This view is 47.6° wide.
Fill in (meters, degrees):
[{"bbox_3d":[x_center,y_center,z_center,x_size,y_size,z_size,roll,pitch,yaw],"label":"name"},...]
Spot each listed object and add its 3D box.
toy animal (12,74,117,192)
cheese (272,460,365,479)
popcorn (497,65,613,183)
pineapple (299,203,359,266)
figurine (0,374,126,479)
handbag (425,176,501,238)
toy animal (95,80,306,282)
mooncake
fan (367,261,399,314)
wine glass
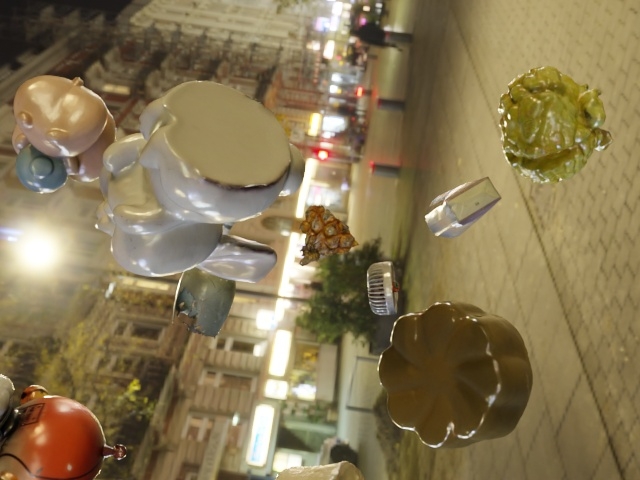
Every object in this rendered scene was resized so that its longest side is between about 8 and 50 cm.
[{"bbox_3d":[-0.520,-0.233,1.466,0.221,0.210,0.229,-61,4,41],"label":"toy animal"},{"bbox_3d":[-0.005,0.595,1.377,0.292,0.153,0.332,67,-151,-22],"label":"cheese"},{"bbox_3d":[0.534,-0.265,1.694,0.257,0.270,0.224,-56,-6,27],"label":"popcorn"},{"bbox_3d":[0.000,0.000,1.311,0.114,0.114,0.077,-46,-6,6],"label":"pineapple"},{"bbox_3d":[-0.568,0.397,1.441,0.196,0.323,0.320,-44,26,19],"label":"figurine"},{"bbox_3d":[0.288,-0.063,1.495,0.095,0.117,0.173,62,167,3],"label":"handbag"},{"bbox_3d":[-0.105,-0.045,0.656,0.193,0.179,0.127,-56,44,51],"label":"toy animal"},{"bbox_3d":[0.329,0.336,1.824,0.201,0.379,0.378,17,-101,-52],"label":"mooncake"},{"bbox_3d":[0.167,0.126,1.830,0.244,0.074,0.130,38,-134,-77],"label":"fan"},{"bbox_3d":[-0.242,0.059,1.659,0.143,0.144,0.321,-83,9,-82],"label":"wine glass"}]
